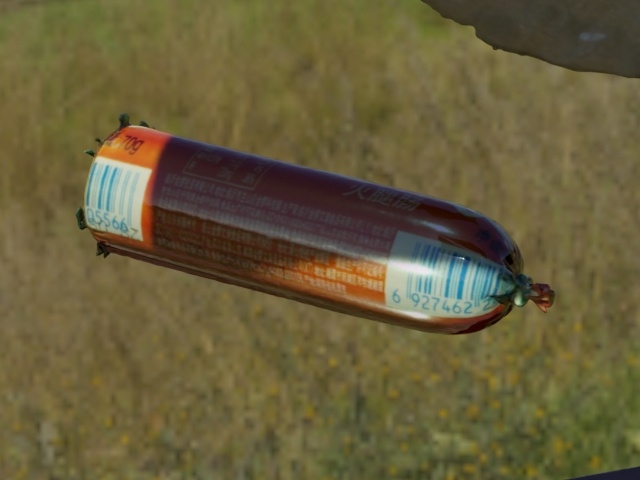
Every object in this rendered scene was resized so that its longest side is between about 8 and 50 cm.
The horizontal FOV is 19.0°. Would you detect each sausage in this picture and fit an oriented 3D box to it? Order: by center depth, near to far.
[{"bbox_3d":[0.000,0.000,1.012,0.264,0.083,0.083,15,24,24],"label":"sausage"}]

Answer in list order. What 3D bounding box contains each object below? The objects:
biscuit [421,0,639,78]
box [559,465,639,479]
[{"bbox_3d":[0.147,-0.132,0.838,0.250,0.133,0.032,-17,30,34],"label":"biscuit"},{"bbox_3d":[0.210,0.250,1.267,0.215,0.086,0.215,-7,31,-23],"label":"box"}]
